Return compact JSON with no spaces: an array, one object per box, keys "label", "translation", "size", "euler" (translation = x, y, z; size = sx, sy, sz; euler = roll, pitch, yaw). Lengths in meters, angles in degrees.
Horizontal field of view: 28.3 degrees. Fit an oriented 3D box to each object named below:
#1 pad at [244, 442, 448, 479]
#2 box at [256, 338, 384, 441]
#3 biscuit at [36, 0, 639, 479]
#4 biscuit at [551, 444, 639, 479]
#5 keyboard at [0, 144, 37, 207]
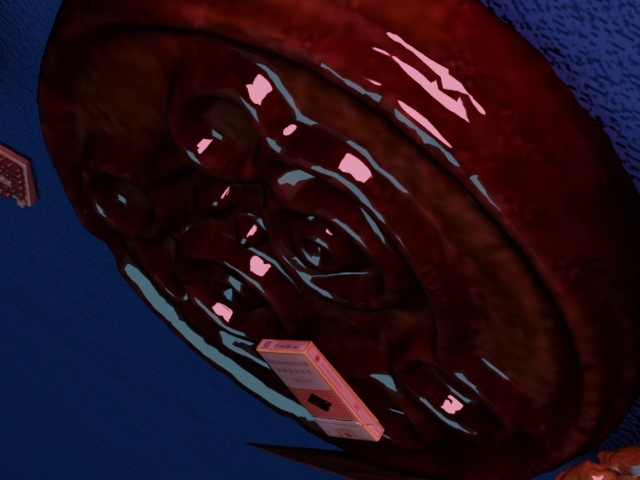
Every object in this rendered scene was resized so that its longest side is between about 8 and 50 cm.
[{"label":"pad","translation":[0.054,0.157,0.856],"size":[0.143,0.003,0.211],"euler":[10,176,-30]},{"label":"box","translation":[0.000,0.092,0.778],"size":[0.046,0.012,0.083],"euler":[-3,132,47]},{"label":"biscuit","translation":[0.000,0.000,0.744],"size":[0.407,0.091,0.407],"euler":[26,147,18]},{"label":"biscuit","translation":[0.234,0.172,0.729],"size":[0.226,0.042,0.226],"euler":[12,149,7]},{"label":"keyboard","translation":[-0.297,-0.079,1.012],"size":[0.166,0.017,0.055],"euler":[29,148,15]}]
